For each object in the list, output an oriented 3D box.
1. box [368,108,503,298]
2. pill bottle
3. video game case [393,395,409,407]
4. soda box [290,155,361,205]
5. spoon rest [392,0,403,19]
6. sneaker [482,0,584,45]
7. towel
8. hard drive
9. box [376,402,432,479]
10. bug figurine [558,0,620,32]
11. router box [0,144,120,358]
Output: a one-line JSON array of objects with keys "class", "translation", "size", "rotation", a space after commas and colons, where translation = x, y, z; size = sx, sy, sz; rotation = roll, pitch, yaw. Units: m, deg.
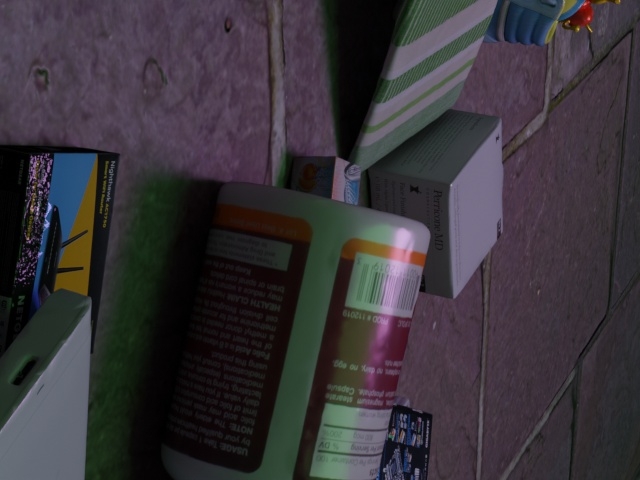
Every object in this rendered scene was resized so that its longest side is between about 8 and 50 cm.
[{"class": "box", "translation": [0.154, -0.053, 1.976], "size": [0.182, 0.119, 0.181], "rotation": [-49, 143, -47]}, {"class": "pill bottle", "translation": [-0.036, 0.152, 1.534], "size": [0.224, 0.224, 0.392], "rotation": [15, 88, -66]}, {"class": "video game case", "translation": [0.081, 0.390, 2.146], "size": [0.204, 0.025, 0.285], "rotation": [-50, 144, -47]}, {"class": "soda box", "translation": [0.000, 0.000, 1.697], "size": [0.063, 0.058, 0.183], "rotation": [18, 75, -58]}, {"class": "spoon rest", "translation": [0.103, -0.364, 1.759], "size": [0.137, 0.084, 0.276], "rotation": [-65, 154, -26]}, {"class": "sneaker", "translation": [0.235, -0.378, 1.889], "size": [0.127, 0.208, 0.319], "rotation": [-58, 148, -35]}, {"class": "towel", "translation": [0.139, -0.249, 1.799], "size": [0.248, 0.038, 0.325], "rotation": [-38, 156, -43]}, {"class": "hard drive", "translation": [-0.245, 0.217, 1.227], "size": [0.203, 0.040, 0.307], "rotation": [-61, 164, -52]}, {"class": "box", "translation": [0.083, 0.325, 2.010], "size": [0.175, 0.051, 0.220], "rotation": [23, 69, -57]}, {"class": "bug figurine", "translation": [0.290, -0.398, 2.043], "size": [0.072, 0.279, 0.216], "rotation": [-24, 120, -13]}, {"class": "router box", "translation": [-0.230, 0.011, 1.258], "size": [0.133, 0.046, 0.179], "rotation": [-8, 108, -65]}]
